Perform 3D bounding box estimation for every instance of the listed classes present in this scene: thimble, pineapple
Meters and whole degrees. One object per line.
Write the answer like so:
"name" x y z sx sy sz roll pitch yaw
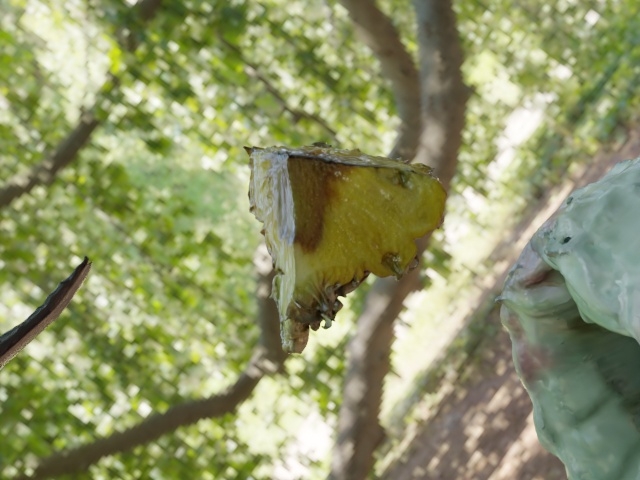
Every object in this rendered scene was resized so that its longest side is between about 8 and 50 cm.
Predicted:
"thimble" 0.176 0.046 0.530 0.149 0.211 0.185 -30 9 -15
"pineapple" 0.000 0.000 0.679 0.077 0.114 0.114 33 -112 -70

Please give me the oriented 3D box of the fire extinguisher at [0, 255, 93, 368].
"fire extinguisher" -0.253 0.006 0.456 0.102 0.344 0.138 112 170 -77
